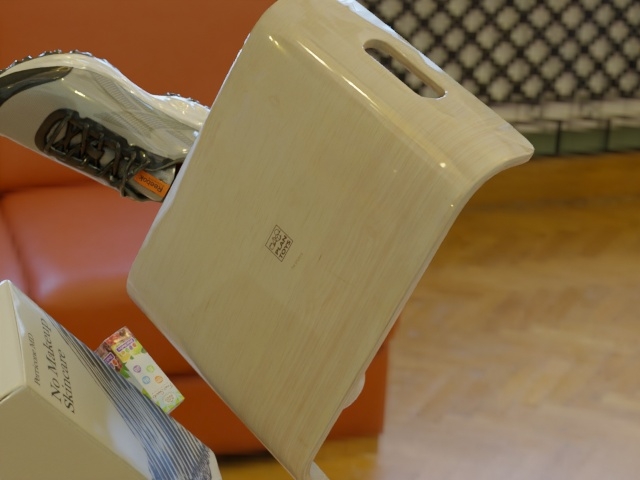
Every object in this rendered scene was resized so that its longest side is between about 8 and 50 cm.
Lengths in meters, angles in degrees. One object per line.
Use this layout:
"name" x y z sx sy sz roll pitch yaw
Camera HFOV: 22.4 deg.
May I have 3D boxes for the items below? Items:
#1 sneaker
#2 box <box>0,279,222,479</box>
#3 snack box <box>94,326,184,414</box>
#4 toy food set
"sneaker" -0.194 -0.096 1.513 0.272 0.100 0.108 16 41 -33
"box" -0.176 0.155 1.186 0.094 0.275 0.113 -31 46 11
"snack box" -0.215 0.166 1.717 0.100 0.141 0.037 49 48 3
"toy food set" 0.000 0.000 1.149 0.092 0.306 0.220 -1 37 -49
